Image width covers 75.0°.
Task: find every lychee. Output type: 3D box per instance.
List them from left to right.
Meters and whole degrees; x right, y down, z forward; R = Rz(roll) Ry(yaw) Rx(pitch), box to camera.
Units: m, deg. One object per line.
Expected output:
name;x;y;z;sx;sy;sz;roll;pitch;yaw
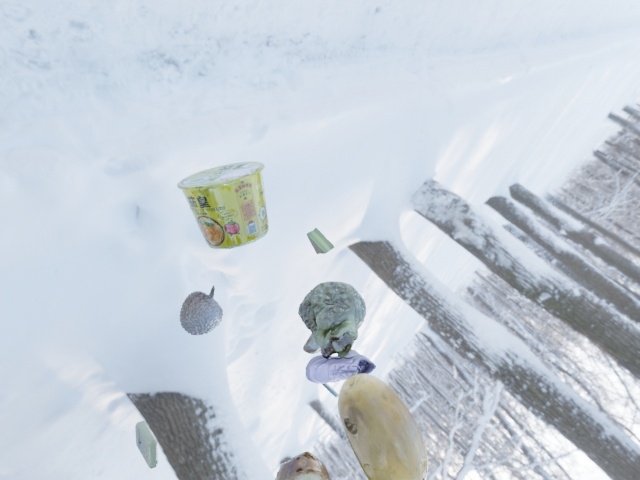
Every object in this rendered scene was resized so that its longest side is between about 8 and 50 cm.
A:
lychee;-0.444;0.265;1.578;0.197;0.165;0.165;-55;162;-14

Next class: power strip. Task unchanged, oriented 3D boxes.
power strip;-0.493;0.571;1.176;0.028;0.168;0.076;-4;93;-36

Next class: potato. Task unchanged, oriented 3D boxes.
potato;0.118;0.374;0.816;0.150;0.234;0.146;-38;154;27

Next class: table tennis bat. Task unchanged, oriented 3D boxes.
table tennis bat;0.005;0.629;1.867;0.033;0.201;0.124;-46;146;-10

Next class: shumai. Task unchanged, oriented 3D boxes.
shumai;0.058;0.278;1.425;0.255;0.218;0.189;17;132;-29

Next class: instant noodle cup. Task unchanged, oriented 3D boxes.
instant noodle cup;-0.340;-0.131;1.561;0.325;0.325;0.254;-31;120;-40

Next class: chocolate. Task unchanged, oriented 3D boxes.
chocolate;0.031;0.393;1.809;0.254;0.080;0.157;-56;162;-1

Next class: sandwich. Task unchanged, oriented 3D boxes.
sandwich;0.000;0.000;1.992;0.074;0.117;0.074;-36;-164;-28

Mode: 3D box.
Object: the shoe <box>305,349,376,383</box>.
shoe;0.071;0.441;1.438;0.244;0.095;0.137;-4;178;-34

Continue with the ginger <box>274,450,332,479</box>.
ginger;-0.051;0.740;1.000;0.254;0.176;0.419;124;-18;-61
